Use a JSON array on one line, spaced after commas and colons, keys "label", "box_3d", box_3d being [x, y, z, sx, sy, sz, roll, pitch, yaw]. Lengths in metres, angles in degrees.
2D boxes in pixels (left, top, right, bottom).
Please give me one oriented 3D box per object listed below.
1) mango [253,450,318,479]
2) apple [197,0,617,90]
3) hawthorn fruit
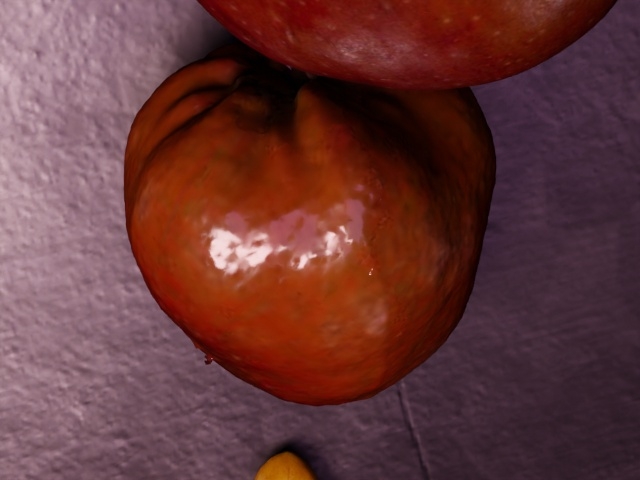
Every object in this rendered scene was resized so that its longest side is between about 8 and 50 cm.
[{"label": "mango", "box_3d": [-0.026, 0.182, 1.273, 0.060, 0.046, 0.089, 4, 102, -8]}, {"label": "apple", "box_3d": [0.032, -0.222, 0.966, 0.288, 0.288, 0.317, -37, 143, 4]}, {"label": "hawthorn fruit", "box_3d": [0.000, 0.000, 1.142, 0.224, 0.224, 0.261, -15, 131, -3]}]
